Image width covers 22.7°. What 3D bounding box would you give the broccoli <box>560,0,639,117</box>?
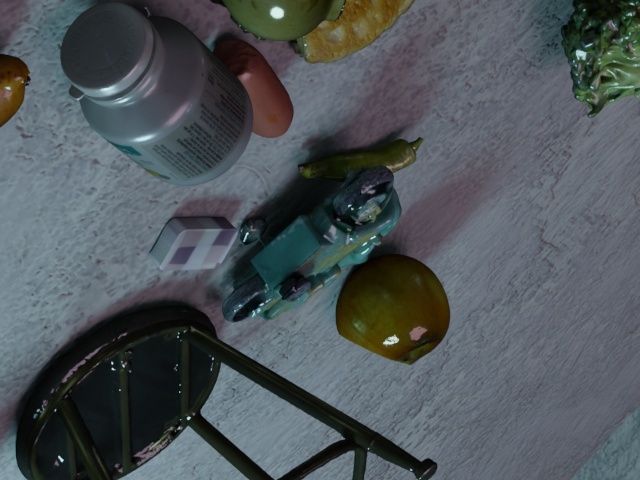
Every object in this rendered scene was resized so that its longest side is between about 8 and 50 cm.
[{"bbox_3d":[0.455,-0.309,2.076,0.334,0.272,0.324,-43,-168,-15],"label":"broccoli"}]

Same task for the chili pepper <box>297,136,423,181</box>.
[{"bbox_3d":[0.044,-0.094,2.004,0.208,0.049,0.043,-15,100,-37],"label":"chili pepper"}]

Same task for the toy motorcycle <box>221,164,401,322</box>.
[{"bbox_3d":[-0.001,0.001,2.012,0.296,0.109,0.198,-41,164,21],"label":"toy motorcycle"}]

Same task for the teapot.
[{"bbox_3d":[-0.065,-0.277,1.516,0.182,0.173,0.269,9,166,-10],"label":"teapot"}]

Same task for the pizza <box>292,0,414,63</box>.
[{"bbox_3d":[0.021,-0.279,1.731,0.181,0.034,0.262,-48,152,6],"label":"pizza"}]

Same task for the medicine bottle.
[{"bbox_3d":[-0.163,-0.147,1.565,0.135,0.135,0.215,-45,152,3],"label":"medicine bottle"}]

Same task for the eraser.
[{"bbox_3d":[-0.150,0.004,1.900,0.105,0.026,0.065,-3,129,-50],"label":"eraser"}]

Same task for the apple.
[{"bbox_3d":[0.102,0.104,2.233,0.146,0.147,0.163,2,129,-52],"label":"apple"}]

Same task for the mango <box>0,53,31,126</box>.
[{"bbox_3d":[-0.324,-0.127,1.461,0.127,0.063,0.077,-34,156,-7],"label":"mango"}]

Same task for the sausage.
[{"bbox_3d":[-0.073,-0.163,1.737,0.062,0.062,0.154,-43,152,-3],"label":"sausage"}]

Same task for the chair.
[{"bbox_3d":[-0.142,0.315,1.923,0.362,0.410,0.364,-31,149,-25],"label":"chair"}]
